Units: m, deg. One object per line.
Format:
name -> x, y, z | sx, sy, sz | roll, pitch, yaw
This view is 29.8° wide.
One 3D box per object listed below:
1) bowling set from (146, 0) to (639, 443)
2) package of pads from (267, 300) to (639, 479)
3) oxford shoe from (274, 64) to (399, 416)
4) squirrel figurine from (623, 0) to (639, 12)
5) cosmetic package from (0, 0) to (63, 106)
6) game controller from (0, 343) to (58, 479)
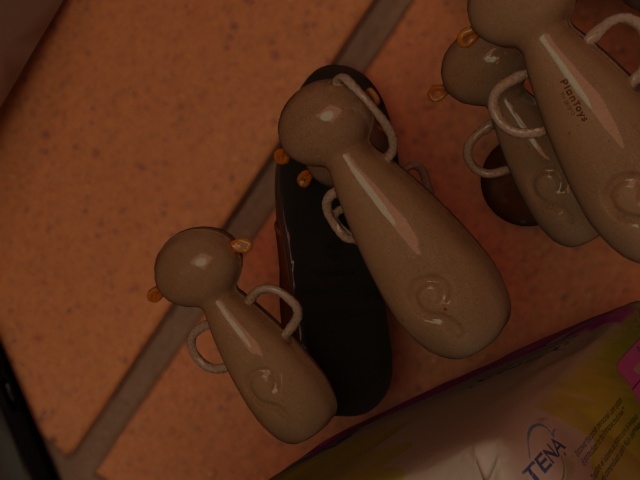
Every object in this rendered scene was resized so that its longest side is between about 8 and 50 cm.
bowling set -> 0.055, -0.037, 0.638 | 0.287, 0.200, 0.154 | -30, 101, 24
package of pads -> 0.056, 0.133, 0.569 | 0.229, 0.296, 0.101 | -28, 86, 27
oxford shoe -> 0.000, 0.000, 0.722 | 0.076, 0.076, 0.212 | 7, 77, -17
squirrel figurine -> 0.241, -0.293, 0.528 | 0.397, 0.281, 0.370 | -22, 126, -9
cosmetic package -> -0.351, -0.108, 0.720 | 0.285, 0.097, 0.377 | 26, 80, 10
game controller -> -0.289, 0.087, 0.774 | 0.167, 0.067, 0.319 | -24, 87, -7
